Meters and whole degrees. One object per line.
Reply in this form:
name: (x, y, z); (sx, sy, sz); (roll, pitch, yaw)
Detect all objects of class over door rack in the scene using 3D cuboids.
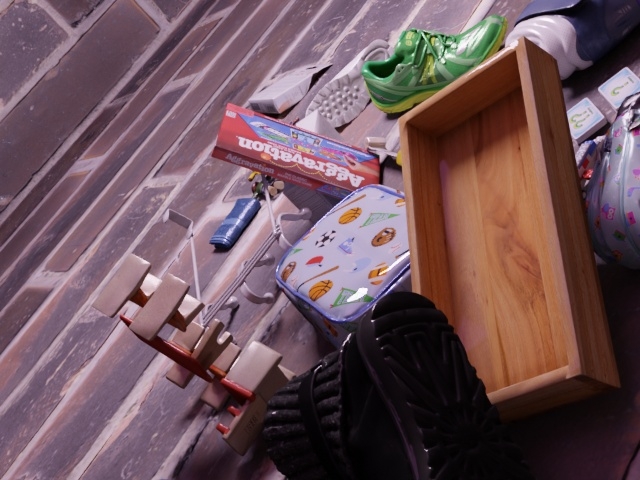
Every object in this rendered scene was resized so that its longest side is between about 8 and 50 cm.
over door rack: (-0.134, -0.009, 1.547); (0.239, 0.108, 0.324); (-50, 43, 24)

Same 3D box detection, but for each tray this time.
tray: (0.196, -0.006, 1.029); (0.203, 0.076, 0.411); (-30, 50, 40)

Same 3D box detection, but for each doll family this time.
doll family: (-0.090, -0.167, 1.862); (0.193, 0.076, 0.111); (-47, 21, -19)

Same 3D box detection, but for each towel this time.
towel: (-0.170, -0.036, 1.818); (0.067, 0.029, 0.119); (-1, 48, 53)

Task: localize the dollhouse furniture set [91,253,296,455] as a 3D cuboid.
dollhouse furniture set: (-0.178, 0.175, 1.292); (0.259, 0.262, 0.135); (25, 69, 29)

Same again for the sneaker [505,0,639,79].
sneaker: (0.358, -0.363, 1.455); (0.236, 0.130, 0.323); (-35, 32, 6)

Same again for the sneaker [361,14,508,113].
sneaker: (0.195, -0.324, 1.632); (0.295, 0.123, 0.109); (-23, 32, 34)

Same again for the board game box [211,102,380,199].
board game box: (-0.035, -0.143, 1.541); (0.145, 0.281, 0.027); (-84, 14, -52)

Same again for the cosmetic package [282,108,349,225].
cosmetic package: (-0.006, -0.132, 1.657); (0.060, 0.099, 0.239); (-30, 28, 25)

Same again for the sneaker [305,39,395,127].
sneaker: (0.058, -0.307, 1.865); (0.235, 0.090, 0.095); (-44, 14, -11)

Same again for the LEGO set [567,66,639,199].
LEGO set: (0.360, -0.134, 1.199); (0.182, 0.060, 0.244); (-38, 27, 18)

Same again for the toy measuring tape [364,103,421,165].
toy measuring tape: (0.159, -0.173, 1.459); (0.121, 0.121, 0.330); (-46, 26, -6)

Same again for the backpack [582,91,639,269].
backpack: (0.363, -0.055, 0.999); (0.115, 0.152, 0.182); (-16, 47, 55)

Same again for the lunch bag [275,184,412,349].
lunch bag: (0.081, 0.036, 1.269); (0.243, 0.115, 0.303); (-41, 27, -9)

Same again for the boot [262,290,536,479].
boot: (0.075, 0.251, 0.914); (0.260, 0.131, 0.348); (-50, 48, 43)

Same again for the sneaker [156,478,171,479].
sneaker: (-0.269, 0.419, 1.217); (0.232, 0.081, 0.090); (-46, 19, -8)

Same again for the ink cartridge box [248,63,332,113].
ink cartridge box: (-0.066, -0.359, 2.168); (0.179, 0.045, 0.145); (-32, 21, -21)
